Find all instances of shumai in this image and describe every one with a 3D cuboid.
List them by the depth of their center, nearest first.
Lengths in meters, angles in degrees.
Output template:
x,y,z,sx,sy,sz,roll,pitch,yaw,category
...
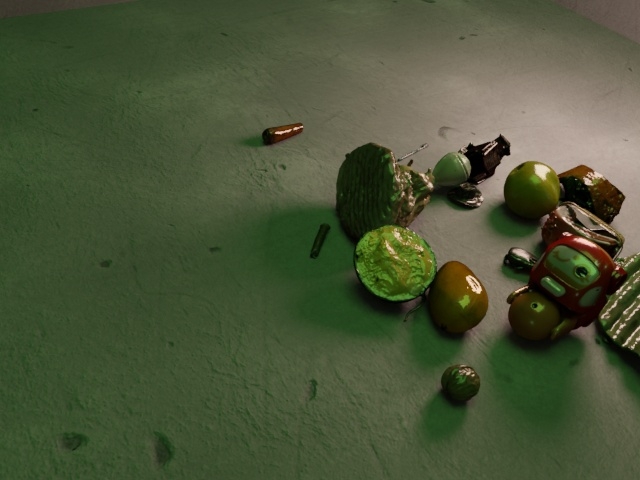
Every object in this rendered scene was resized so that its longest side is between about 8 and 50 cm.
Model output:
x,y,z,sx,sy,sz,roll,pitch,yaw,category
0.210,-0.108,1.743,0.262,0.267,0.314,15,56,-34,shumai

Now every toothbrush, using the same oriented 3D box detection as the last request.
x,y,z,sx,sy,sz,roll,pitch,yaw,category
0.324,-0.309,2.080,0.167,0.011,0.014,-30,49,-34,toothbrush

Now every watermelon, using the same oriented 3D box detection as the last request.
x,y,z,sx,sy,sz,roll,pitch,yaw,category
0.191,0.075,1.553,0.232,0.127,0.204,43,71,11,watermelon

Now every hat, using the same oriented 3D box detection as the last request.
x,y,z,sx,sy,sz,roll,pitch,yaw,category
0.468,-0.154,1.903,0.121,0.050,0.121,6,40,-5,hat

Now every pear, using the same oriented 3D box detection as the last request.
x,y,z,sx,sy,sz,roll,pitch,yaw,category
0.672,-0.139,1.849,0.216,0.166,0.180,47,36,-2,pear

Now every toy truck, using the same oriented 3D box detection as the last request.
x,y,z,sx,sy,sz,roll,pitch,yaw,category
0.586,0.126,1.471,0.239,0.265,0.189,-15,45,-37,toy truck

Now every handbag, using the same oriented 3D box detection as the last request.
x,y,z,sx,sy,sz,roll,pitch,yaw,category
0.578,0.060,1.686,0.111,0.047,0.072,22,39,16,handbag

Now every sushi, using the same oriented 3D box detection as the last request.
x,y,z,sx,sy,sz,roll,pitch,yaw,category
0.839,-0.157,1.902,0.149,0.140,0.287,21,26,-46,sushi

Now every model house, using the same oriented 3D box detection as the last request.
x,y,z,sx,sy,sz,roll,pitch,yaw,category
0.533,-0.282,1.970,0.141,0.164,0.203,38,48,23,model house

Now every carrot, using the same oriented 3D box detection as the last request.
x,y,z,sx,sy,sz,roll,pitch,yaw,category
-0.128,-0.372,2.060,0.161,0.055,0.055,-21,49,-37,carrot

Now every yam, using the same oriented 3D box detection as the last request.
x,y,z,sx,sy,sz,roll,pitch,yaw,category
0.000,0.000,1.687,0.033,0.027,0.129,12,43,7,yam

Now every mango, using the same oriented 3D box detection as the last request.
x,y,z,sx,sy,sz,roll,pitch,yaw,category
0.352,0.139,1.527,0.147,0.109,0.227,-9,39,18,mango

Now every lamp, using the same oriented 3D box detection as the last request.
x,y,z,sx,sy,sz,roll,pitch,yaw,category
0.385,-0.204,1.885,0.193,0.106,0.106,-31,49,0,lamp

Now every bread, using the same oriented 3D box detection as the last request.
x,y,z,sx,sy,sz,roll,pitch,yaw,category
0.751,-0.008,1.730,0.211,0.142,0.224,-9,43,-38,bread

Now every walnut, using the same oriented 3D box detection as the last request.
x,y,z,sx,sy,sz,roll,pitch,yaw,category
0.316,0.320,1.346,0.092,0.092,0.092,4,42,-4,walnut

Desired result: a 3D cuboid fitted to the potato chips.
x,y,z,sx,sy,sz,roll,pitch,yaw,category
0.901,0.207,1.522,0.373,0.097,0.389,20,50,13,potato chips
